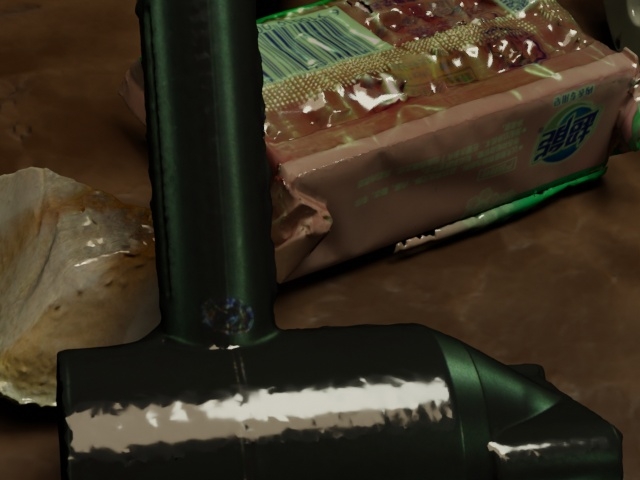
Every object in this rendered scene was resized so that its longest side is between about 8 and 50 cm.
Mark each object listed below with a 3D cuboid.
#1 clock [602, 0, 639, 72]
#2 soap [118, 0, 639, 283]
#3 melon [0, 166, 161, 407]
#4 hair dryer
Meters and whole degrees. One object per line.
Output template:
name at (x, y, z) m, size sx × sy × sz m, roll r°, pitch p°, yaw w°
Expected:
clock at (0.267, -0.193, 0.819) m, size 0.083 × 0.230 × 0.230 m, roll -9°, pitch 45°, yaw -12°
soap at (0.042, -0.087, 0.767) m, size 0.273 × 0.098 × 0.218 m, roll -19°, pitch 50°, yaw -27°
melon at (-0.130, 0.024, 0.631) m, size 0.202 × 0.093 × 0.139 m, roll 24°, pitch 53°, yaw 23°
hair dryer at (0.000, 0.000, 0.557) m, size 0.244 × 0.303 × 0.116 m, roll -4°, pitch 1°, yaw -14°
